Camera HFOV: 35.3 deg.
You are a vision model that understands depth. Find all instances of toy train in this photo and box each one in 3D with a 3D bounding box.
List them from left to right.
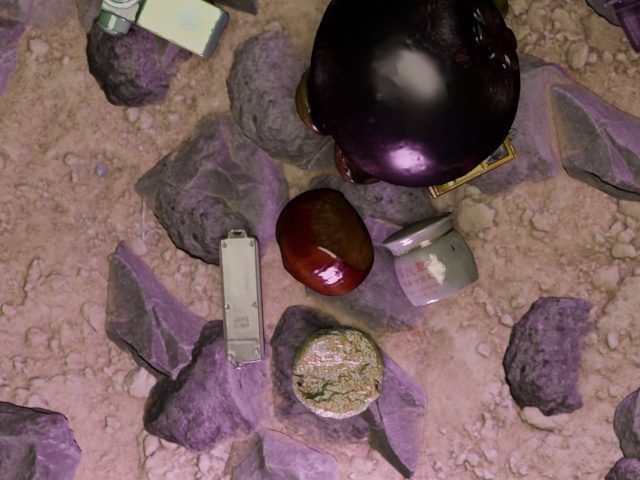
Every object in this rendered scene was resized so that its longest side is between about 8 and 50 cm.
[{"bbox_3d":[-0.246,-0.527,1.809,0.253,0.160,0.397,24,97,-9],"label":"toy train"},{"bbox_3d":[0.271,-0.154,1.859,0.219,0.127,0.089,-26,96,3],"label":"toy train"}]

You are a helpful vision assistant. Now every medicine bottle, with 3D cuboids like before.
[{"bbox_3d":[0.206,0.032,1.872,0.147,0.147,0.143,-25,95,3],"label":"medicine bottle"}]

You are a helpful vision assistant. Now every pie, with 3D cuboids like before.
[{"bbox_3d":[0.035,0.256,1.954,0.186,0.041,0.187,0,97,1],"label":"pie"}]

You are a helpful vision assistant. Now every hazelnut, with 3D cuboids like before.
[{"bbox_3d":[0.008,-0.003,1.878,0.170,0.160,0.202,-14,59,-10],"label":"hazelnut"}]

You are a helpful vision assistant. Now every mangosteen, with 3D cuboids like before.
[{"bbox_3d":[0.126,-0.267,1.717,0.435,0.382,0.382,-20,98,40],"label":"mangosteen"}]

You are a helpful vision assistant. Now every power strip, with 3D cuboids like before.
[{"bbox_3d":[-0.151,0.110,1.933,0.078,0.052,0.272,-3,96,1],"label":"power strip"}]

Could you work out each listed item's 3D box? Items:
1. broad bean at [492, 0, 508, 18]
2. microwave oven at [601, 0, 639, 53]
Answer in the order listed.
[{"bbox_3d":[0.263,-0.483,1.825,0.072,0.153,0.207,-18,104,47],"label":"broad bean"},{"bbox_3d":[0.629,-0.599,1.745,0.374,0.236,0.432,-28,96,4],"label":"microwave oven"}]
